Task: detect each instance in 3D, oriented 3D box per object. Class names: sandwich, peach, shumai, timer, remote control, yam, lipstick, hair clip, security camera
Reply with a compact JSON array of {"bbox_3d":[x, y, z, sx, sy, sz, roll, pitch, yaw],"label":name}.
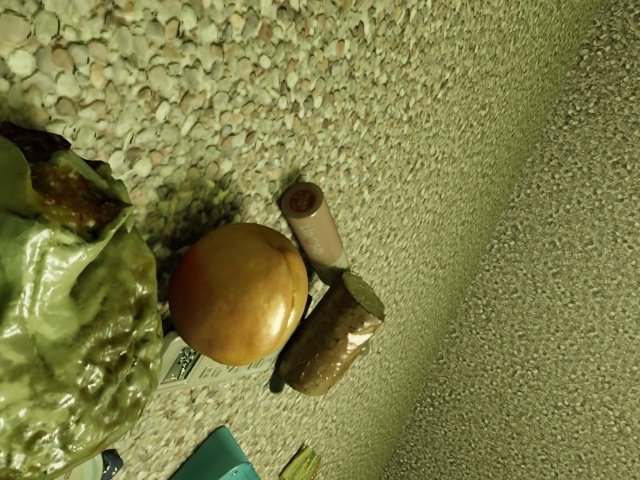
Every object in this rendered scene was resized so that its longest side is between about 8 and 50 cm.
[{"bbox_3d":[-0.079,0.737,1.337,0.088,0.090,0.245,1,114,-63],"label":"sandwich"},{"bbox_3d":[-0.099,0.063,0.573,0.184,0.184,0.184,-41,147,-34],"label":"peach"},{"bbox_3d":[-0.211,0.036,0.335,0.255,0.189,0.218,-13,129,-62],"label":"shumai"},{"bbox_3d":[-0.246,0.511,0.882,0.249,0.091,0.232,-33,145,-24],"label":"timer"},{"bbox_3d":[-0.148,0.171,0.725,0.109,0.055,0.313,-55,151,13],"label":"remote control"},{"bbox_3d":[0.019,0.181,0.840,0.129,0.128,0.238,12,119,-52],"label":"yam"},{"bbox_3d":[0.000,0.000,0.790,0.070,0.070,0.254,-52,152,-16],"label":"lipstick"},{"bbox_3d":[-0.055,0.217,0.939,0.070,0.039,0.230,-16,128,-53],"label":"hair clip"},{"bbox_3d":[0.100,0.316,1.302,0.092,0.058,0.058,5,112,-48],"label":"security camera"}]

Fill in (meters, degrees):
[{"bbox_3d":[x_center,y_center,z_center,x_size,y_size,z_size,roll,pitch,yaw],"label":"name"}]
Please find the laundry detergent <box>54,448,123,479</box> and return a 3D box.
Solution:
[{"bbox_3d":[-0.325,0.262,0.445,0.215,0.105,0.280,-59,155,-5],"label":"laundry detergent"}]
